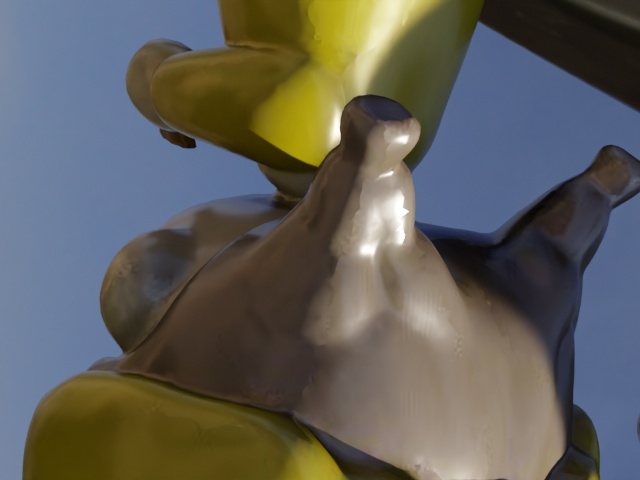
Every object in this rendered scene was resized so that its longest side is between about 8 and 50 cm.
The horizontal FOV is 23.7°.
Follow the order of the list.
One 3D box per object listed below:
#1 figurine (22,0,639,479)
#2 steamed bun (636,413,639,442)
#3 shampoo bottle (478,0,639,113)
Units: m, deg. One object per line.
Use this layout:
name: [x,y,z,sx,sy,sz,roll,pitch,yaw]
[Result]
figurine: [0.000,0.000,0.521,0.187,0.215,0.344,3,-85,49]
steamed bun: [0.329,0.192,0.791,0.324,0.219,0.310,54,9,-25]
shampoo bottle: [0.059,-0.166,0.651,0.125,0.350,0.084,-54,172,-32]
